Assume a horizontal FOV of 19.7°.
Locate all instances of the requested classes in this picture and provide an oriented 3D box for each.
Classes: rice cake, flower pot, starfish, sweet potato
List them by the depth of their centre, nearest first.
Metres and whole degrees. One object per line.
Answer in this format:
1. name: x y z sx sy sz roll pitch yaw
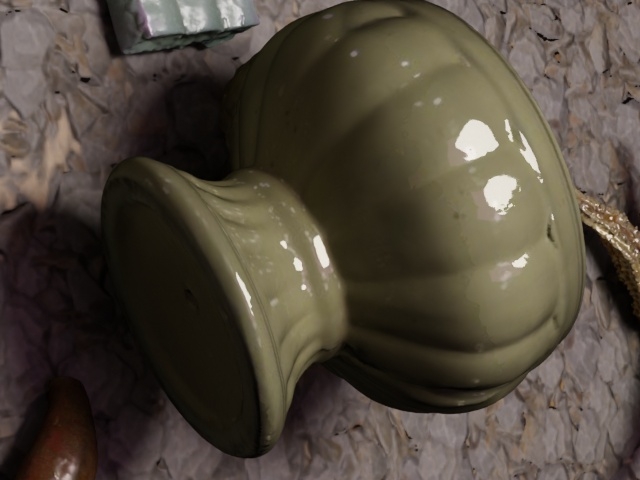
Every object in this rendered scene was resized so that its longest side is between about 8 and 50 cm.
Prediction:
1. sweet potato: -0.199 0.202 1.176 0.078 0.058 0.255 39 61 -15
2. flower pot: 0.000 0.000 1.245 0.244 0.307 0.307 -25 103 -25
3. rice cake: -0.118 -0.254 1.315 0.127 0.043 0.237 -12 93 -45
4. starfish: 0.314 0.044 1.676 0.301 0.084 0.294 -19 94 -47
